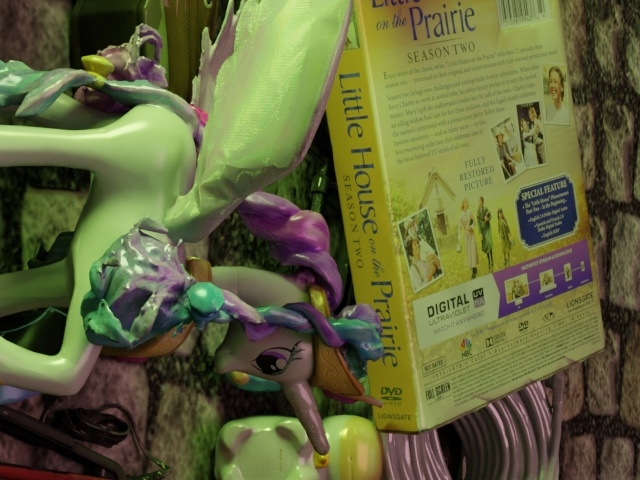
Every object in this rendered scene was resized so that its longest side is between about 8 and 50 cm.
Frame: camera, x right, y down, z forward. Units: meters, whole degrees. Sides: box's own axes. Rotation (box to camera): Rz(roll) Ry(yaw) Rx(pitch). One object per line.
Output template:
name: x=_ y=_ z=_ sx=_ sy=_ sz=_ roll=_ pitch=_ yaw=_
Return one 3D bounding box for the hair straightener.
hair straightener: x=-0.186 y=0.149 z=1.292 sx=0.230 sy=0.047 sz=0.089 roll=24 pitch=71 yaw=-54

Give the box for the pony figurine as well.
pony figurine: x=-0.117 y=-0.042 z=1.144 sx=0.364 sy=0.303 sz=0.351 roll=7 pitch=85 yaw=-13

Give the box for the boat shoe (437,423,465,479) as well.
boat shoe: x=0.108 y=0.207 z=1.707 sx=0.073 sy=0.080 sz=0.223 roll=65 pitch=36 yaw=-24

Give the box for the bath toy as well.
bath toy: x=-0.025 y=0.264 z=1.471 sx=0.129 sy=0.151 sz=0.348 roll=124 pitch=-31 yaw=-84

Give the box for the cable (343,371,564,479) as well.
cable: x=0.126 y=0.196 z=1.603 sx=0.257 sy=0.089 sz=0.257 roll=22 pitch=62 yaw=-38

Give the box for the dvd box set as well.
dvd box set: x=0.131 y=-0.067 z=1.522 sx=0.308 sy=0.062 sz=0.420 roll=-18 pitch=101 yaw=-48

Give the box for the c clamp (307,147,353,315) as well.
c clamp: x=0.000 y=0.000 z=1.597 sx=0.137 sy=0.022 sz=0.160 roll=27 pitch=66 yaw=-58

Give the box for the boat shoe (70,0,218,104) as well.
boat shoe: x=-0.134 y=-0.238 z=1.330 sx=0.104 sy=0.111 sz=0.307 roll=-9 pitch=108 yaw=-56

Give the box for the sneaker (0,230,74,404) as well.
sneaker: x=-0.201 y=0.049 z=1.250 sx=0.232 sy=0.081 sz=0.090 roll=-35 pitch=115 yaw=-58
